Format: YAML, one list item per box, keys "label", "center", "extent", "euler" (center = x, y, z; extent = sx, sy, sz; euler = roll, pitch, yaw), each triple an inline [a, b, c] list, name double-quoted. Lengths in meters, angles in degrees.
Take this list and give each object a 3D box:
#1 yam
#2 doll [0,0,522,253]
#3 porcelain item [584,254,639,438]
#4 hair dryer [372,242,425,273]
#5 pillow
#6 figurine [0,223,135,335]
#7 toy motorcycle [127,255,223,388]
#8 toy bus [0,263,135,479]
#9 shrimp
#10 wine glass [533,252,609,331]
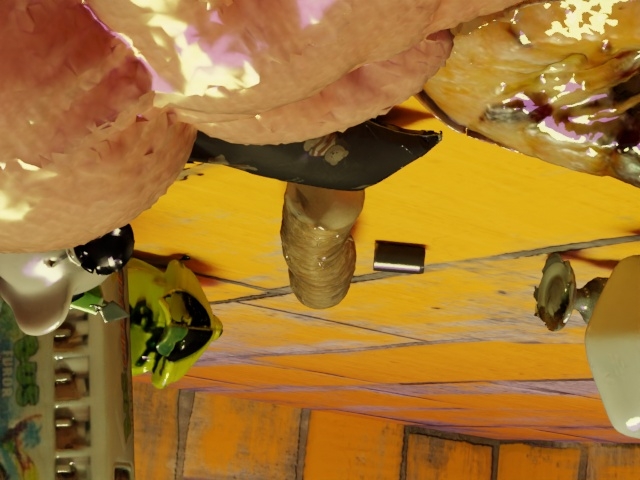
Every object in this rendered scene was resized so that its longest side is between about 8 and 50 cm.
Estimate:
- label: "yam"
  center: [0.000, 0.000, 0.971]
  extent: [0.066, 0.066, 0.300]
  euler: [6, 168, 1]
- label: "doll"
  center: [-0.029, -0.110, 0.395]
  extent: [0.303, 0.156, 0.201]
  euler: [-25, 153, 7]
- label: "porcelain item"
  center: [0.349, 0.057, 0.790]
  extent: [0.242, 0.179, 0.405]
  euler: [9, 168, -16]
- label: "hair dryer"
  center: [0.071, 0.021, 1.136]
  extent: [0.047, 0.026, 0.083]
  euler: [6, 171, 4]
- label: "pillow"
  center: [-0.013, -0.059, 0.748]
  extent: [0.150, 0.048, 0.090]
  euler: [8, 177, -26]
- label: "figurine"
  center: [-0.193, -0.016, 0.849]
  extent: [0.126, 0.147, 0.192]
  euler: [-5, -162, -45]
- label: "toy motorcycle"
  center: [-0.249, 0.075, 1.279]
  extent: [0.342, 0.142, 0.206]
  euler: [9, 166, -23]
- label: "toy bus"
  center: [-0.230, 0.124, 1.044]
  extent: [0.135, 0.330, 0.109]
  euler: [-6, 167, 7]
- label: "shrimp"
  center: [0.182, -0.070, 0.574]
  extent: [0.289, 0.075, 0.178]
  euler: [18, 167, 9]
- label: "wine glass"
  center: [0.271, 0.057, 1.090]
  extent: [0.155, 0.072, 0.072]
  euler: [9, 168, -18]
